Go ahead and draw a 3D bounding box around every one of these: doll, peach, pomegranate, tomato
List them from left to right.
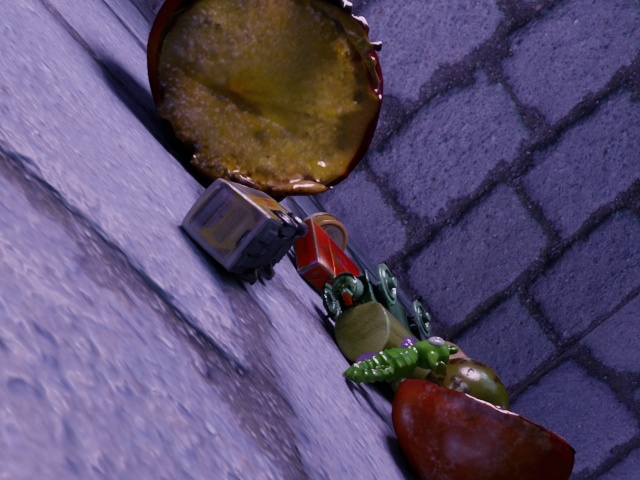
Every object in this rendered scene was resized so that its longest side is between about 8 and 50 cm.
[{"bbox_3d":[-0.097,-0.247,1.267,0.353,0.339,0.416,30,1,17],"label":"peach"},{"bbox_3d":[0.113,0.167,1.111,0.115,0.190,0.050,-2,-85,58],"label":"doll"},{"bbox_3d":[0.192,0.246,1.227,0.220,0.156,0.156,28,17,-35],"label":"pomegranate"},{"bbox_3d":[0.187,0.273,1.009,0.233,0.140,0.200,15,-21,26],"label":"tomato"}]

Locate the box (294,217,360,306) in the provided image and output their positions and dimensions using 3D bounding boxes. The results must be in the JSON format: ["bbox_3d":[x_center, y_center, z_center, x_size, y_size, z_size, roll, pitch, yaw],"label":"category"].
[{"bbox_3d":[0.019,0.053,1.466,0.175,0.048,0.112,46,24,-42],"label":"box"}]

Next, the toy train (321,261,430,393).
[{"bbox_3d":[0.096,0.161,1.314,0.307,0.126,0.189,44,40,-54],"label":"toy train"}]

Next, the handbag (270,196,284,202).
[{"bbox_3d":[-0.161,-0.171,1.571,0.247,0.080,0.223,48,-2,1],"label":"handbag"}]

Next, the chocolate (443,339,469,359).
[{"bbox_3d":[0.244,0.272,1.636,0.134,0.134,0.309,51,1,5],"label":"chocolate"}]

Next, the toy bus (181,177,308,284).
[{"bbox_3d":[-0.085,-0.014,0.990,0.106,0.092,0.268,41,4,5],"label":"toy bus"}]

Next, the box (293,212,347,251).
[{"bbox_3d":[0.000,0.000,1.525,0.105,0.105,0.037,46,-3,-42],"label":"box"}]
